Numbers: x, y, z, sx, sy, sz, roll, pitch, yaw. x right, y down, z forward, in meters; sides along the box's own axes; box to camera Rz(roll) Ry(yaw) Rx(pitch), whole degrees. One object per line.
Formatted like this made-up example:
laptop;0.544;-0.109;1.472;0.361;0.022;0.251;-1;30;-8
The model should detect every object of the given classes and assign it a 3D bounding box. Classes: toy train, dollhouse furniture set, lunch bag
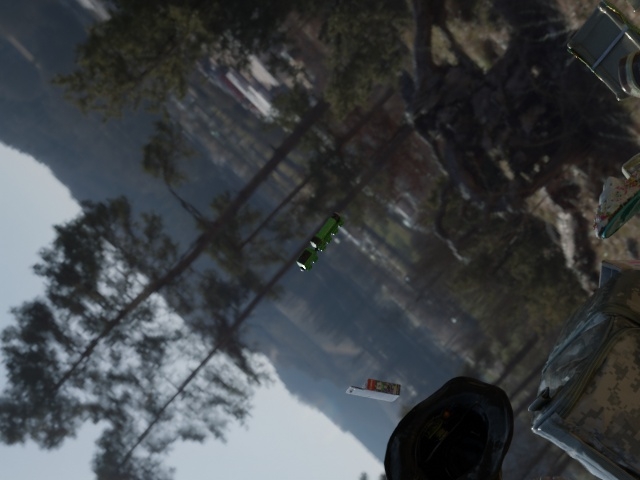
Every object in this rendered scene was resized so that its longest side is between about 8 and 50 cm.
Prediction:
toy train;0.000;0.000;0.917;0.017;0.083;0.024;28;163;25
dollhouse furniture set;0.726;-0.481;1.716;0.197;0.151;0.301;52;151;13
lunch bag;0.431;0.227;0.982;0.305;0.256;0.212;36;138;8

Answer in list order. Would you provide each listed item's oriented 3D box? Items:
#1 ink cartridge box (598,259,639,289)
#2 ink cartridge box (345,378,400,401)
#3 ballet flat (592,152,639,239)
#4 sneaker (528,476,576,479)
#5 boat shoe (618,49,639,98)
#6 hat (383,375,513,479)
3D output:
ink cartridge box;0.810;0.147;1.924;0.234;0.193;0.088;-1;-169;-14
ink cartridge box;0.120;0.340;1.783;0.115;0.029;0.063;12;154;-5
ballet flat;0.540;-0.094;1.342;0.077;0.241;0.091;44;165;32
sneaker;0.544;0.562;1.582;0.321;0.124;0.180;-3;146;13
boat shoe;0.575;-0.251;1.182;0.095;0.257;0.095;-16;82;60
hat;0.283;0.434;1.562;0.134;0.331;0.331;46;174;-20
